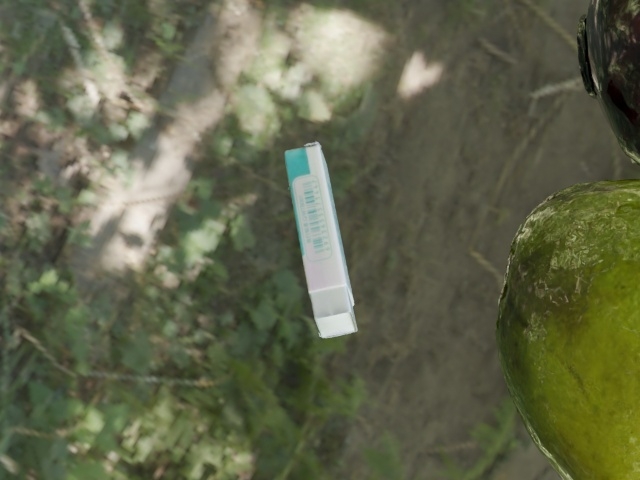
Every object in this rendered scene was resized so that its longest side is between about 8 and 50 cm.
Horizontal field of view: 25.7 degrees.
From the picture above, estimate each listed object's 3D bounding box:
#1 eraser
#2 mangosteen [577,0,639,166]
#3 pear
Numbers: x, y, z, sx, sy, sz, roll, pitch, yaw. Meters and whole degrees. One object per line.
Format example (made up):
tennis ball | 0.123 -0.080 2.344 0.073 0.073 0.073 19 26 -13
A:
eraser | 0.000 0.000 1.737 0.095 0.052 0.225 73 5 -70
mangosteen | 0.484 -0.209 1.620 0.381 0.381 0.421 -49 147 -22
pear | 0.345 0.121 1.241 0.352 0.413 0.352 -45 155 -28
